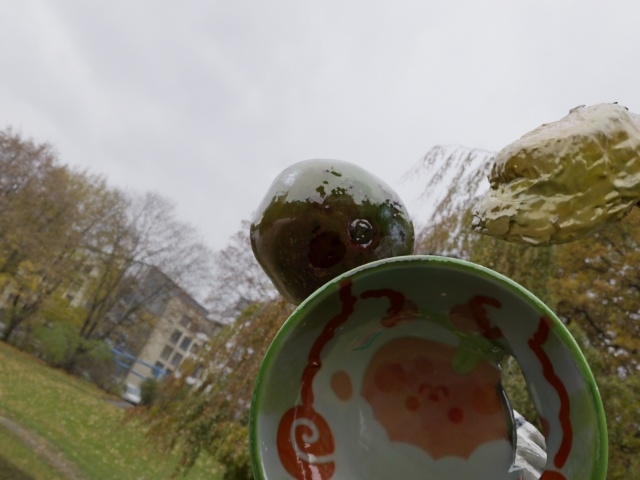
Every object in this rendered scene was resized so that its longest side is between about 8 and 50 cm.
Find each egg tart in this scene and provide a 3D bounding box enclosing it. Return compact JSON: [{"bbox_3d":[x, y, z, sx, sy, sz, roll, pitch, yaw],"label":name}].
[{"bbox_3d":[0.392,-0.117,0.991,0.339,0.351,0.153,-68,133,-76],"label":"egg tart"}]

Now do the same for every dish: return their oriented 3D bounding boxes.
[{"bbox_3d":[0.101,0.185,0.619,0.324,0.324,0.124,19,-14,19],"label":"dish"}]

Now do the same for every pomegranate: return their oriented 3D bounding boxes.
[{"bbox_3d":[0.021,-0.013,1.125,0.290,0.291,0.323,29,4,-4],"label":"pomegranate"}]

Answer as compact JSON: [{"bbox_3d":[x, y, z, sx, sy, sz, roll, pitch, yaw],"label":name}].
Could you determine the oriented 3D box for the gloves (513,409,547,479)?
[{"bbox_3d":[0.297,0.346,0.977,0.131,0.140,0.219,61,-4,-18],"label":"gloves"}]
